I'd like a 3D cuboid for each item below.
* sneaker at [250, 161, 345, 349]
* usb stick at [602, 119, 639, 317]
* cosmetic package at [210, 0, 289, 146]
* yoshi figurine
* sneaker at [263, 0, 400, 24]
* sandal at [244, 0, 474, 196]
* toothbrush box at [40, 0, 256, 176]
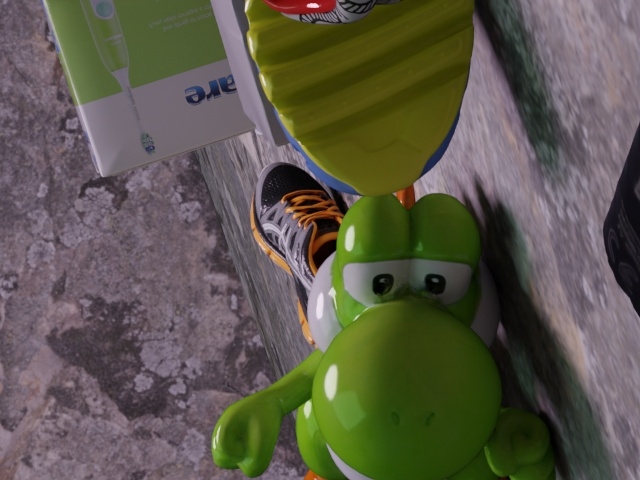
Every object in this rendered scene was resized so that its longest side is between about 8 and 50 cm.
[{"bbox_3d":[0.000,0.000,1.726,0.083,0.084,0.215,99,152,-46],"label":"sneaker"},{"bbox_3d":[0.138,-0.033,0.646,0.077,0.045,0.278,62,170,19],"label":"usb stick"},{"bbox_3d":[-0.031,-0.195,1.321,0.127,0.107,0.238,-127,17,-69],"label":"cosmetic package"},{"bbox_3d":[0.048,0.120,1.242,0.203,0.204,0.362,49,160,29],"label":"yoshi figurine"},{"bbox_3d":[0.025,-0.159,0.779,0.270,0.145,0.090,-124,17,-67],"label":"sneaker"},{"bbox_3d":[0.005,-0.174,1.063,0.138,0.126,0.317,88,171,-79],"label":"sandal"},{"bbox_3d":[-0.120,-0.214,1.521,0.122,0.206,0.283,-162,53,-81],"label":"toothbrush box"}]
